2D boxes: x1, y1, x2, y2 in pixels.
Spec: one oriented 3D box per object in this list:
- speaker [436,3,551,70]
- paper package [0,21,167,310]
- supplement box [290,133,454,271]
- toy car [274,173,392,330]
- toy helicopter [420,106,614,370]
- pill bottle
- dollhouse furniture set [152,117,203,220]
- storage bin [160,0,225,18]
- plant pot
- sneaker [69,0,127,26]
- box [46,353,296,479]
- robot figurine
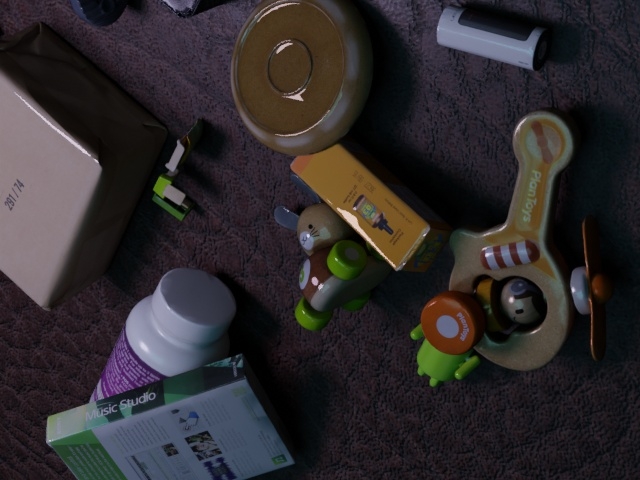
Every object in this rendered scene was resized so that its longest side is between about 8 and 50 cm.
[{"bbox_3d":[0.215,-0.254,1.734,0.136,0.055,0.055,20,121,26],"label":"speaker"},{"bbox_3d":[-0.439,-0.117,2.164,0.309,0.168,0.325,40,128,12],"label":"paper package"},{"bbox_3d":[0.068,-0.056,1.863,0.233,0.080,0.078,46,110,30],"label":"supplement box"},{"bbox_3d":[0.000,0.000,1.952,0.188,0.149,0.155,51,139,18],"label":"toy car"},{"bbox_3d":[0.278,0.006,1.766,0.235,0.140,0.355,20,116,25],"label":"toy helicopter"},{"bbox_3d":[-0.241,0.189,2.171,0.169,0.169,0.301,39,128,13],"label":"pill bottle"},{"bbox_3d":[-0.199,-0.101,2.076,0.058,0.076,0.151,33,129,1],"label":"dollhouse furniture set"},{"bbox_3d":[-0.167,-0.409,1.899,0.122,0.084,0.180,42,129,11],"label":"storage bin"},{"bbox_3d":[-0.035,-0.233,1.873,0.236,0.032,0.236,0,89,34],"label":"plant pot"},{"bbox_3d":[-0.367,-0.466,2.009,0.131,0.112,0.319,5,112,50],"label":"sneaker"},{"bbox_3d":[-0.225,0.307,2.131,0.322,0.058,0.232,-19,133,6],"label":"box"},{"bbox_3d":[0.177,0.150,1.938,0.101,0.067,0.115,43,129,25],"label":"robot figurine"}]
